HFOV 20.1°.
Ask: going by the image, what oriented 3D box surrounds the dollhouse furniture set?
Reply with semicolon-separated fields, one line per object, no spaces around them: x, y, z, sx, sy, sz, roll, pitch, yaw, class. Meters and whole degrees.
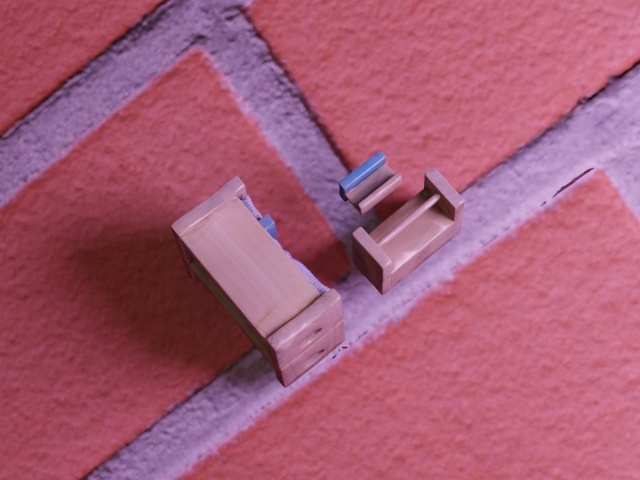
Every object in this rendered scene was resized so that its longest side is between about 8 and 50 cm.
0.000;0.000;1.425;0.183;0.129;0.129;-38;75;-10;dollhouse furniture set
